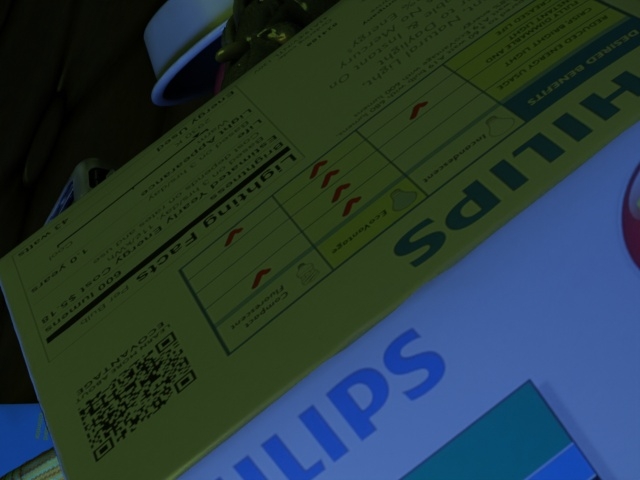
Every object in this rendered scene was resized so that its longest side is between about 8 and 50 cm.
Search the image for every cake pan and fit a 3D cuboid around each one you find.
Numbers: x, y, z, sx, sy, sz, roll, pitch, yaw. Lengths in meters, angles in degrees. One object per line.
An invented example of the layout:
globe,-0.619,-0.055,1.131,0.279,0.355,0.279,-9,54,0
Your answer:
cake pan,-0.025,-0.209,1.444,0.293,0.054,0.293,-31,-3,-2

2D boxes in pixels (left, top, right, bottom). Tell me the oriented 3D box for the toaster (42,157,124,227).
toaster,-0.238,0.024,1.887,0.186,0.110,0.168,-57,25,27

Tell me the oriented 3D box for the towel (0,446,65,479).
towel,-0.167,0.255,1.164,0.370,0.040,0.271,-31,52,18

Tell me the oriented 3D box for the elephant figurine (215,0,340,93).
elephant figurine,-0.005,-0.143,1.186,0.239,0.186,0.169,-49,47,12

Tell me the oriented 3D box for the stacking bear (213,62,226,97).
stacking bear,0.000,0.000,1.333,0.164,0.175,0.289,-42,42,44

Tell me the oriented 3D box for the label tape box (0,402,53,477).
label tape box,-0.337,0.302,1.774,0.334,0.106,0.241,117,162,-55

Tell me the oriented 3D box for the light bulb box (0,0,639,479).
light bulb box,0.049,0.043,0.916,0.358,0.225,0.361,-38,25,-1
